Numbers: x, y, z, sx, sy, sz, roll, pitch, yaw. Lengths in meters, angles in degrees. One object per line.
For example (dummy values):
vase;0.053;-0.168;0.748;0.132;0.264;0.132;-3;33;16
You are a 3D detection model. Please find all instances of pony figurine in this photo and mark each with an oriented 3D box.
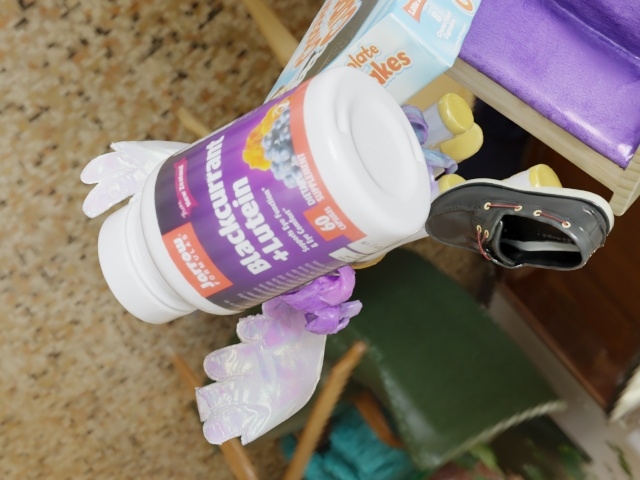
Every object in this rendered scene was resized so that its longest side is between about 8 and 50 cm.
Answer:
pony figurine;0.000;0.000;1.174;0.363;0.303;0.351;-28;169;33

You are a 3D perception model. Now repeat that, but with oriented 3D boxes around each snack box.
snack box;0.059;-0.188;0.946;0.187;0.060;0.322;-37;-161;43

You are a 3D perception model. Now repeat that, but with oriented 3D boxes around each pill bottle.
pill bottle;-0.040;-0.018;0.751;0.193;0.108;0.108;-25;167;30

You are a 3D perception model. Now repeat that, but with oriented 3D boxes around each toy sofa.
toy sofa;0.204;-0.209;1.173;0.150;0.362;0.177;-43;162;-29

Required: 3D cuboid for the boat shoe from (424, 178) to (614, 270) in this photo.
boat shoe;0.117;-0.008;0.781;0.042;0.133;0.049;-48;127;-34
